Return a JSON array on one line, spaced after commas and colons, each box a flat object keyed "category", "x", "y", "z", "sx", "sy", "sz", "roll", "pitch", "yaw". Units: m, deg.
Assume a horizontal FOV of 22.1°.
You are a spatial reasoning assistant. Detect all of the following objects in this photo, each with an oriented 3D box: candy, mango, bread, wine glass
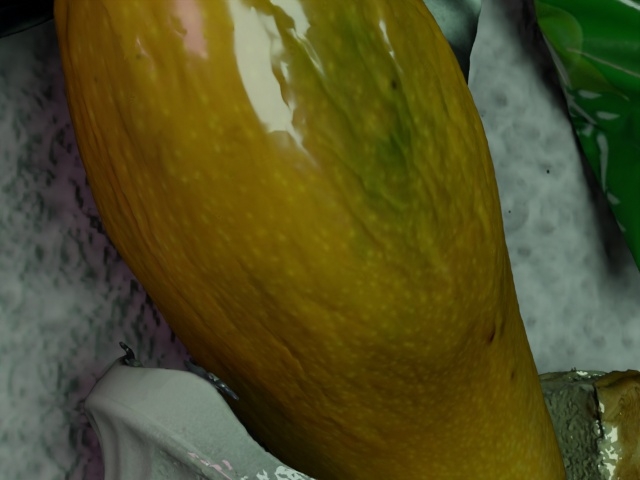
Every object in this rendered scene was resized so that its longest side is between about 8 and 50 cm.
[{"category": "candy", "x": 0.179, "y": -0.083, "z": 0.831, "sx": 0.141, "sy": 0.078, "sz": 0.203, "roll": -29, "pitch": 104, "yaw": -26}, {"category": "mango", "x": -0.001, "y": 0.000, "z": 0.658, "sx": 0.144, "sy": 0.187, "sz": 0.359, "roll": -31, "pitch": 128, "yaw": -8}, {"category": "bread", "x": 0.132, "y": 0.102, "z": 0.791, "sx": 0.070, "sy": 0.077, "sz": 0.083, "roll": 2, "pitch": 83, "yaw": -39}, {"category": "wine glass", "x": -0.072, "y": 0.164, "z": 0.638, "sx": 0.165, "sy": 0.165, "sz": 0.196, "roll": 43, "pitch": 76, "yaw": -17}]

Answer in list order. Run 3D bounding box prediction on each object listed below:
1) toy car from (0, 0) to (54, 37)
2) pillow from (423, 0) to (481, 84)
[{"category": "toy car", "x": -0.184, "y": -0.162, "z": 0.588, "sx": 0.255, "sy": 0.190, "sz": 0.188, "roll": -15, "pitch": 91, "yaw": -30}, {"category": "pillow", "x": 0.015, "y": -0.096, "z": 0.760, "sx": 0.136, "sy": 0.055, "sz": 0.091, "roll": 17, "pitch": 45, "yaw": -28}]
